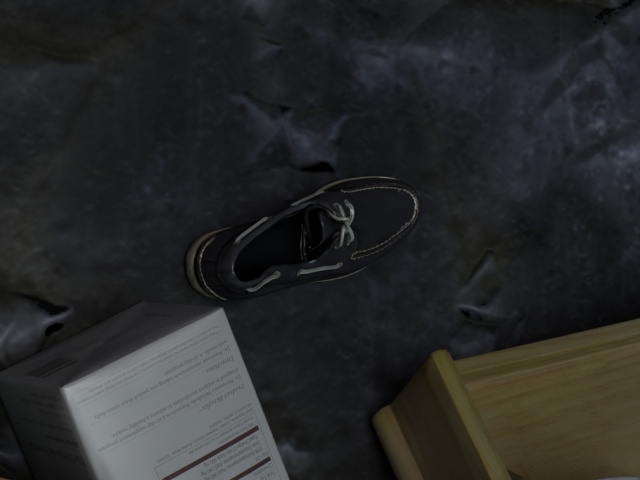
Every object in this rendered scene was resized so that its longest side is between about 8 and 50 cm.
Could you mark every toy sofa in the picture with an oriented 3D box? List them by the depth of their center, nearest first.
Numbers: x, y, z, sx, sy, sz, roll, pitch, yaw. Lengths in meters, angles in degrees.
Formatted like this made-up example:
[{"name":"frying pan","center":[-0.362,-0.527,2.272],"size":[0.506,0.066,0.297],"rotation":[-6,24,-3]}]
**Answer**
[{"name":"toy sofa","center":[0.228,0.159,1.468],"size":[0.362,0.177,0.150],"rotation":[-11,64,-28]}]

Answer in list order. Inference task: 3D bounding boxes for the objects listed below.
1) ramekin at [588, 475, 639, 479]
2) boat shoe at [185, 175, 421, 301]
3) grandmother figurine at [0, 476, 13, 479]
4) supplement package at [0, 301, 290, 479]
[{"name":"ramekin","center":[0.171,0.310,1.342],"size":[0.277,0.277,0.135],"rotation":[-10,54,-28]},{"name":"boat shoe","center":[0.000,0.000,1.378],"size":[0.206,0.065,0.075],"rotation":[-18,98,-28]},{"name":"grandmother figurine","center":[-0.266,0.166,1.150],"size":[0.342,0.208,0.104],"rotation":[21,46,3]},{"name":"supplement package","center":[-0.109,0.182,1.277],"size":[0.134,0.139,0.244],"rotation":[-26,102,-27]}]
